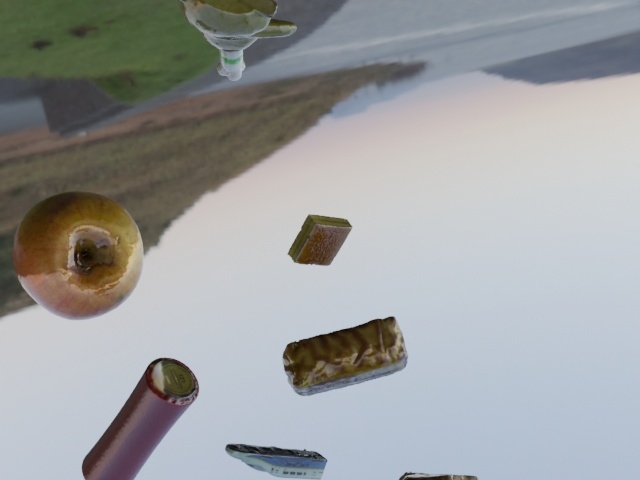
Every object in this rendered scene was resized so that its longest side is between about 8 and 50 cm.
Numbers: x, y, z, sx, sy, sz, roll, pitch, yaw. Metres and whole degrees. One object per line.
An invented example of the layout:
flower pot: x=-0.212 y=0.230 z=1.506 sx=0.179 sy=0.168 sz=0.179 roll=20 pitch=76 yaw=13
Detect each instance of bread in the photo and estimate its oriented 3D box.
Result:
bread: x=0.000 y=0.000 z=1.741 sx=0.090 sy=0.094 sz=0.035 roll=6 pitch=-145 yaw=-39
bread: x=0.043 y=0.210 z=1.718 sx=0.222 sy=0.096 sz=0.181 roll=-14 pitch=165 yaw=-7

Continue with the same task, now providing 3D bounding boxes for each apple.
apple: x=-0.557 y=0.034 z=2.203 sx=0.299 sy=0.299 sz=0.275 roll=-18 pitch=180 yaw=-34

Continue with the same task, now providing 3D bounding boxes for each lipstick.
lipstick: x=-0.249 y=0.257 z=1.317 sx=0.080 sy=0.080 sz=0.241 roll=-23 pitch=155 yaw=-53

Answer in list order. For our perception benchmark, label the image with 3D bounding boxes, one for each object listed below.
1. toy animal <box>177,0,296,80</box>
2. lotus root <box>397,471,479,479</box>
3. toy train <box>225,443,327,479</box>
toy animal: x=-0.159 y=-0.434 z=1.806 sx=0.180 sy=0.181 sz=0.363 roll=-24 pitch=177 yaw=2
lotus root: x=0.148 y=0.494 z=1.492 sx=0.193 sy=0.291 sz=0.193 roll=13 pitch=168 yaw=3
toy train: x=-0.093 y=0.432 z=1.886 sx=0.234 sy=0.051 sz=0.052 roll=14 pitch=-177 yaw=-39
